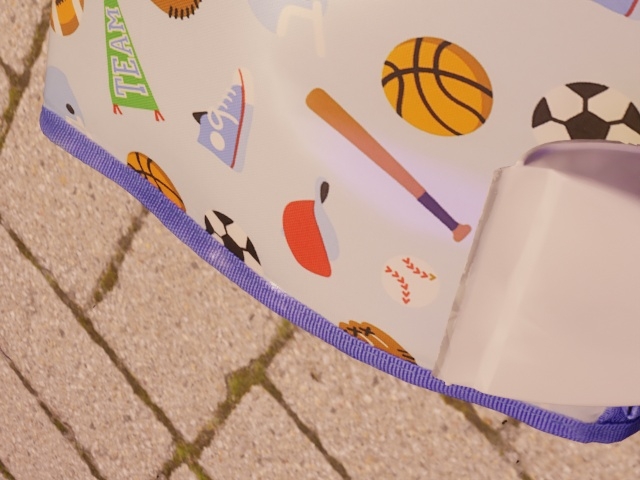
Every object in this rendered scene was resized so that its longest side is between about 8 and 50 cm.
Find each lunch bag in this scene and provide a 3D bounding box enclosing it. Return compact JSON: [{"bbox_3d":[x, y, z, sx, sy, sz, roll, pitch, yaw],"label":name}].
[{"bbox_3d":[0.062,-0.121,0.618,0.385,0.239,0.327,37,133,30],"label":"lunch bag"}]

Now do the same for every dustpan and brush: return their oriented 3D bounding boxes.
[{"bbox_3d":[0.164,0.023,0.502,0.211,0.060,0.147,14,138,4],"label":"dustpan and brush"}]
